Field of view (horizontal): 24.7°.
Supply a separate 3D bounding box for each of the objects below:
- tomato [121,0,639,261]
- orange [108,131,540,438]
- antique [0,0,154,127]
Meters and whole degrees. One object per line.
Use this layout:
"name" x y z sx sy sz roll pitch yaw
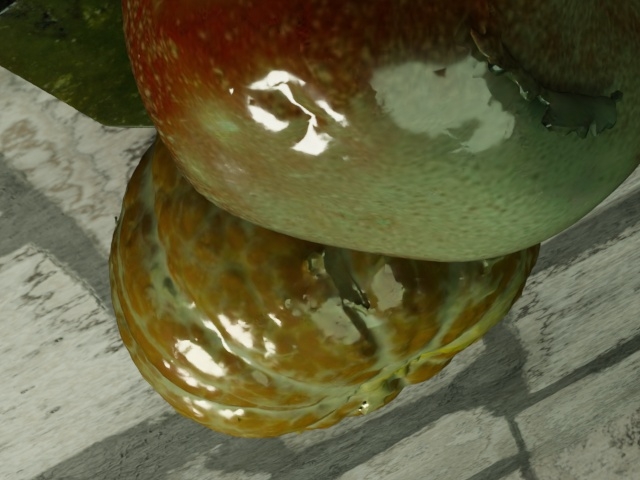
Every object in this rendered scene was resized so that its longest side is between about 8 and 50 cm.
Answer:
"tomato" 0.043 -0.121 0.750 0.304 0.239 0.303 0 154 0
"orange" 0.000 0.000 1.082 0.329 0.249 0.329 -19 161 -7
"antique" -0.135 -0.129 0.871 0.080 0.081 0.221 -33 156 11
